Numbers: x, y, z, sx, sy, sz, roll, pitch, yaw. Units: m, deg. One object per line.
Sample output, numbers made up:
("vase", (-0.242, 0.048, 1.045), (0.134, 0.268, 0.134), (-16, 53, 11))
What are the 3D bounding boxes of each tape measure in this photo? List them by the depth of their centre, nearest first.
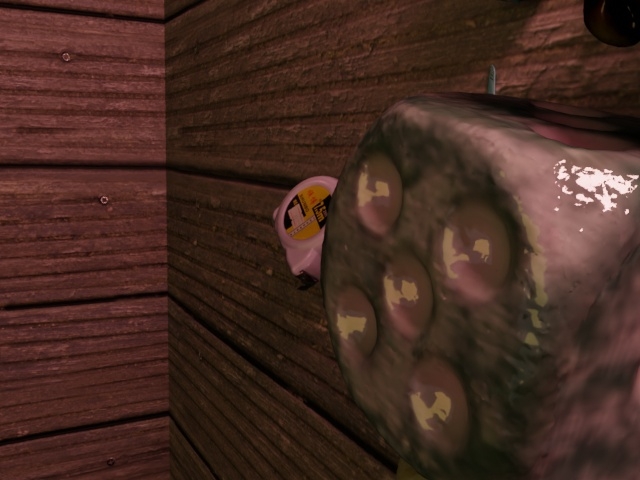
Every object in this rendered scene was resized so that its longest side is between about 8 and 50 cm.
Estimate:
("tape measure", (0.004, -0.027, 1.236), (0.178, 0.105, 0.196), (-33, 49, 19))

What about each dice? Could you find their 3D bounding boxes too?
("dice", (0.212, 0.037, 0.656), (0.348, 0.328, 0.330), (37, 124, 55))

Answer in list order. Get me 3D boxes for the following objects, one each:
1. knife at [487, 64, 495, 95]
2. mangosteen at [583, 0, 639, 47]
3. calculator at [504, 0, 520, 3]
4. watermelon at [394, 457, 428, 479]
("knife", (0.241, -0.202, 0.916), (0.014, 0.005, 0.091), (11, 102, 59))
("mangosteen", (0.323, -0.250, 0.453), (0.297, 0.294, 0.296), (-171, 90, -88))
("calculator", (0.268, -0.443, 0.793), (0.173, 0.051, 0.293), (58, 141, 45))
("watermelon", (0.237, 0.367, 0.878), (0.262, 0.201, 0.212), (-8, 82, 19))
